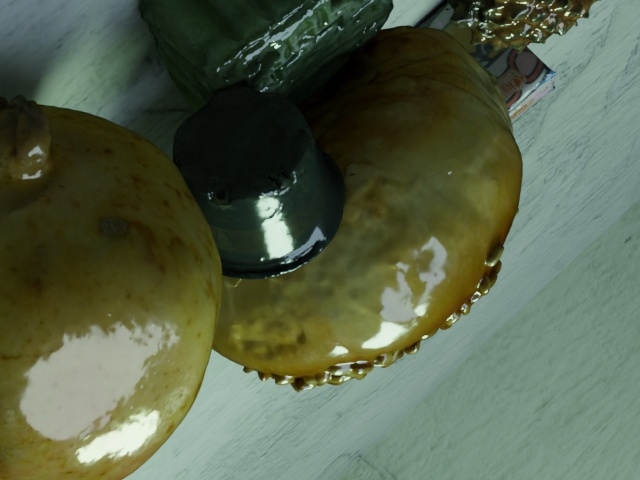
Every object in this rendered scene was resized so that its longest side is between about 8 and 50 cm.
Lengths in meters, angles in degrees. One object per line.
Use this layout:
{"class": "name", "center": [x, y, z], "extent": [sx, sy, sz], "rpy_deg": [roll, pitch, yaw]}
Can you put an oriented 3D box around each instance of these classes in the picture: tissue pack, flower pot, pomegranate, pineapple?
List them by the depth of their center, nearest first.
{"class": "pomegranate", "center": [-0.241, 0.035, 1.476], "extent": [0.342, 0.342, 0.342], "rpy_deg": [-40, 162, -16]}
{"class": "flower pot", "center": [-0.062, -0.057, 1.590], "extent": [0.157, 0.157, 0.107], "rpy_deg": [-40, 151, -14]}
{"class": "pineapple", "center": [0.215, -0.281, 2.021], "extent": [0.193, 0.166, 0.166], "rpy_deg": [-33, 159, -26]}
{"class": "tissue pack", "center": [0.179, -0.202, 2.117], "extent": [0.115, 0.155, 0.065], "rpy_deg": [-42, 162, -6]}

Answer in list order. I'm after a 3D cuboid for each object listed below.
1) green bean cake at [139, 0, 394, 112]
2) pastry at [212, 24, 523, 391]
{"class": "green bean cake", "center": [-0.040, -0.207, 1.681], "extent": [0.222, 0.125, 0.227], "rpy_deg": [-42, 167, -5]}
{"class": "pastry", "center": [0.031, -0.027, 1.825], "extent": [0.410, 0.245, 0.409], "rpy_deg": [-29, -152, 17]}
